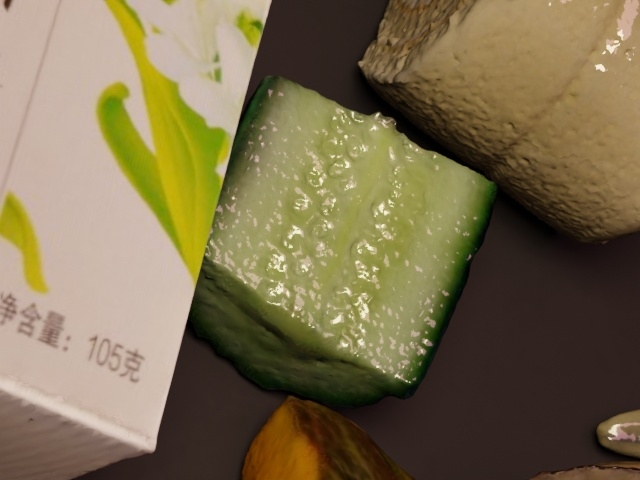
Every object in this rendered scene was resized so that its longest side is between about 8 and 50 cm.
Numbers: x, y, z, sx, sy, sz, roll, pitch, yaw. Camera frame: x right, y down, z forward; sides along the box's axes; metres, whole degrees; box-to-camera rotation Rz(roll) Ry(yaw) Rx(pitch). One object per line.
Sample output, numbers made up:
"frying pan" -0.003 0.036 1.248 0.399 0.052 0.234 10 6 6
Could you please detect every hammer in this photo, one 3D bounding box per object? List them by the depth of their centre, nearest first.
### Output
"hammer" 0.200 0.115 0.825 0.060 0.195 0.028 3 106 -35

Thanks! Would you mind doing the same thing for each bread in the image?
"bread" 0.114 -0.092 0.859 0.141 0.134 0.148 35 68 -20

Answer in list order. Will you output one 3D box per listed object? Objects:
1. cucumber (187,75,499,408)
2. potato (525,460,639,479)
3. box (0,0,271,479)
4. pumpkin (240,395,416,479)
"cucumber" 0.000 0.000 0.793 0.116 0.062 0.115 32 57 -14
"potato" 0.191 0.168 0.822 0.261 0.120 0.100 56 20 -11
"box" -0.165 -0.050 0.659 0.260 0.111 0.194 24 62 -25
"pumpkin" 0.037 0.240 0.717 0.290 0.095 0.258 53 40 -20
